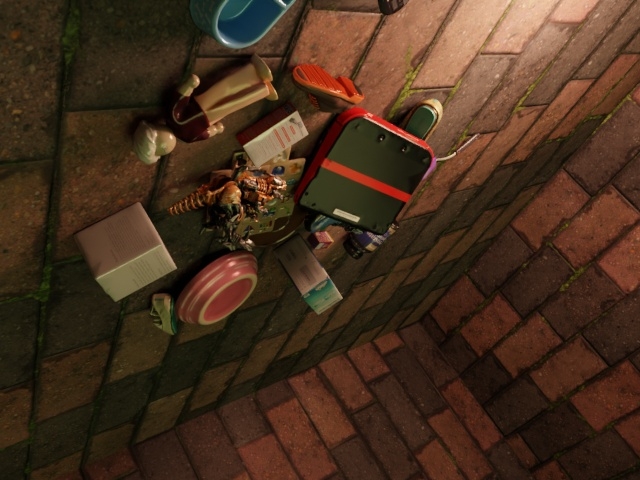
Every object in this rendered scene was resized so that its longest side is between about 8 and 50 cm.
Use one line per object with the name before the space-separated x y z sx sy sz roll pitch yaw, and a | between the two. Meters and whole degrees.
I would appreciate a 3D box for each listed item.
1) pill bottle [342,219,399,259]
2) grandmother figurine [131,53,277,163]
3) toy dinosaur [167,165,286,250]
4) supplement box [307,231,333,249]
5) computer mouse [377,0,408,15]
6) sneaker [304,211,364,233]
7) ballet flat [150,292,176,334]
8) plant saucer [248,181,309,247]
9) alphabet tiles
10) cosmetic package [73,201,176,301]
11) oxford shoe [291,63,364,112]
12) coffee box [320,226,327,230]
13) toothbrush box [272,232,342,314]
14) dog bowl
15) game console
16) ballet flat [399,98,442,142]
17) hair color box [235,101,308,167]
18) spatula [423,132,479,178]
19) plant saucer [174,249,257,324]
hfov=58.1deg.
pill bottle | 0.198 -0.026 2.315 0.219 0.122 0.123 -44 155 19
grandmother figurine | -0.264 -0.284 1.273 0.342 0.104 0.207 -34 148 -8
toy dinosaur | -0.251 -0.105 1.567 0.322 0.164 0.218 2 121 -15
supplement box | 0.000 0.000 2.191 0.083 0.055 0.043 -3 141 -49
computer mouse | 0.225 -0.614 1.343 0.262 0.060 0.184 -48 151 1
sneaker | 0.098 -0.081 1.919 0.330 0.147 0.130 -21 -170 -28
ballet flat | -0.535 0.251 1.956 0.086 0.086 0.248 -24 152 -24
plant saucer | -0.147 -0.070 1.883 0.311 0.050 0.310 -27 154 -14
alphabet tiles | -0.192 -0.133 1.678 0.285 0.011 0.342 -12 142 -27
cosmetic package | -0.499 0.031 1.483 0.184 0.151 0.151 -29 155 -14
oxford shoe | 0.007 -0.371 1.467 0.098 0.096 0.271 -41 156 28
coffee box | 0.054 -0.117 2.060 0.184 0.040 0.113 -36 156 1
toothbrush box | -0.043 0.133 2.187 0.126 0.216 0.295 -34 157 0
dog bowl | -0.116 -0.493 1.101 0.297 0.074 0.166 -42 155 17
game console | 0.143 -0.203 1.782 0.387 0.060 0.342 18 114 -35
ballet flat | 0.289 -0.327 1.906 0.123 0.123 0.348 -13 149 -41
hair color box | -0.125 -0.275 1.502 0.167 0.053 0.093 -32 143 -2
spatula | 0.506 -0.334 2.256 0.297 0.030 0.084 -33 157 -5
plant saucer | -0.339 0.177 1.981 0.332 0.084 0.332 -38 161 -16
